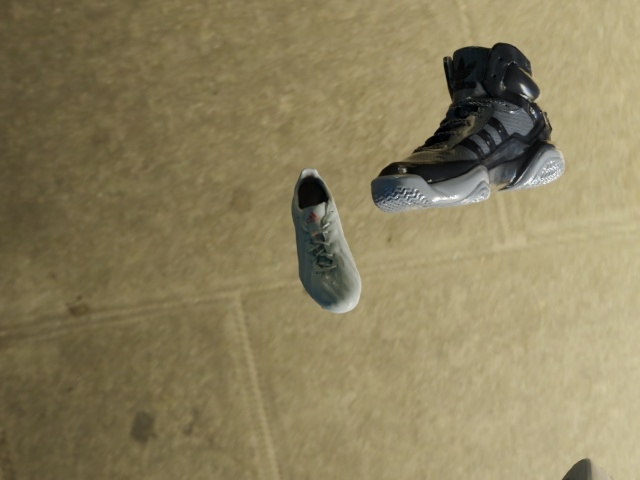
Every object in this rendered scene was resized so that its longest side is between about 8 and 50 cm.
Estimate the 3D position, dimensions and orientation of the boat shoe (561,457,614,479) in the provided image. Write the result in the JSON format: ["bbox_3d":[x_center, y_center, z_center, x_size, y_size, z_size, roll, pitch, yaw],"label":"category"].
[{"bbox_3d":[0.267,0.293,1.326,0.094,0.302,0.109,32,110,-1],"label":"boat shoe"}]

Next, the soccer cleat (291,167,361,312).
[{"bbox_3d":[0.000,0.000,1.703,0.068,0.196,0.076,-12,139,-6],"label":"soccer cleat"}]

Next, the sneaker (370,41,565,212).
[{"bbox_3d":[0.138,-0.115,1.443,0.101,0.268,0.153,-7,94,45],"label":"sneaker"}]
